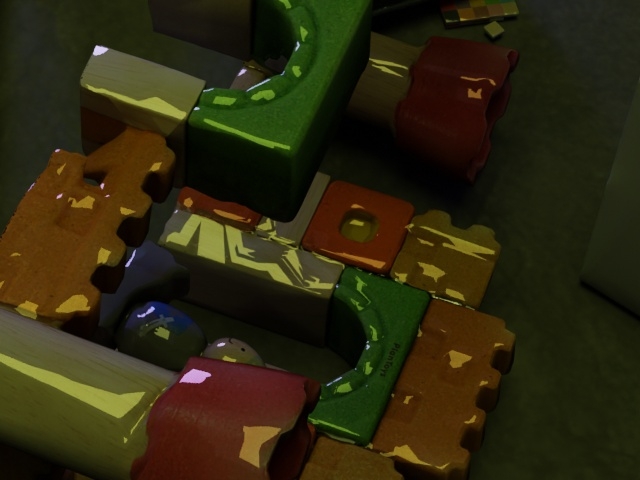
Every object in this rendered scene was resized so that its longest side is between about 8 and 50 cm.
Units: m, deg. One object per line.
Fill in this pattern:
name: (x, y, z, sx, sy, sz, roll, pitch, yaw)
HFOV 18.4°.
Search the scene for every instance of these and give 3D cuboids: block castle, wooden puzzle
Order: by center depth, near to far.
block castle: (0.000, 0.000, 0.991, 0.213, 0.303, 0.453, 19, 57, 8)
wooden puzzle: (0.098, -0.162, 1.287, 0.049, 0.006, 0.083, -9, 56, -10)

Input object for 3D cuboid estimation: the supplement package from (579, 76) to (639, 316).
supplement package: (0.280, -0.025, 1.090, 0.203, 0.194, 0.149, 33, 59, 17)

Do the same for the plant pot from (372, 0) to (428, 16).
plant pot: (0.009, -0.261, 1.251, 0.187, 0.188, 0.167, -18, 41, -19)
